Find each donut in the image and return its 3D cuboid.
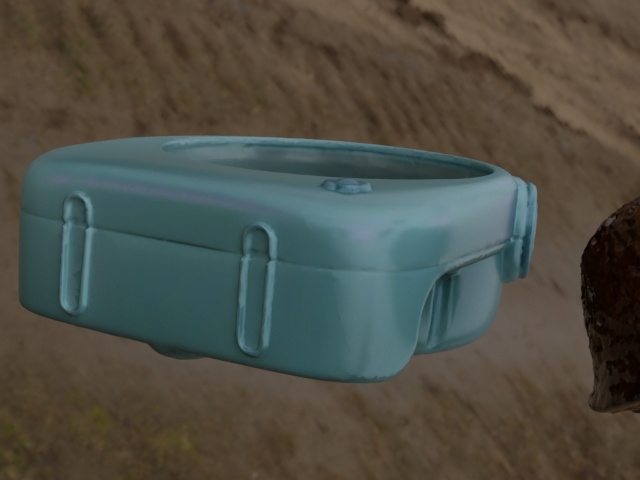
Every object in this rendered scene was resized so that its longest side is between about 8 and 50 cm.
[{"bbox_3d":[0.191,0.005,0.566,0.141,0.217,0.085,4,66,-58],"label":"donut"}]

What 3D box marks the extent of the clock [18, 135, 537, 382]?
[{"bbox_3d":[0.000,0.000,0.725,0.223,0.094,0.274,11,10,32],"label":"clock"}]
